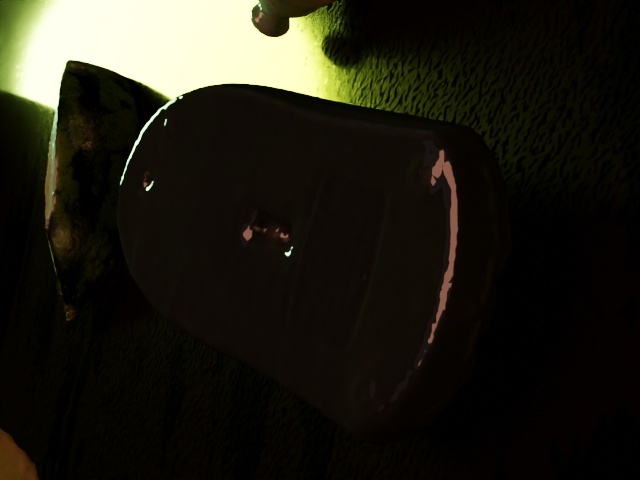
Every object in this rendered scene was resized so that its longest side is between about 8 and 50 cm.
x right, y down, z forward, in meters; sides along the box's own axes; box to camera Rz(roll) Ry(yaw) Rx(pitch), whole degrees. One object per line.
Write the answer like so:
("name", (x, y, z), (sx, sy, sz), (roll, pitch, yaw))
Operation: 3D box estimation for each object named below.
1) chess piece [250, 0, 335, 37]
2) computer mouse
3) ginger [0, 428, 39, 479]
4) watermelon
("chess piece", (0.023, -0.217, 0.660), (0.139, 0.139, 0.271), (-102, 31, -41))
("computer mouse", (0.000, 0.000, 0.581), (0.270, 0.086, 0.137), (22, 100, 51))
("ginger", (-0.260, 0.273, 0.781), (0.190, 0.126, 0.354), (-101, 31, -68))
("watermelon", (-0.185, -0.060, 0.942), (0.119, 0.063, 0.245), (123, 149, -45))
